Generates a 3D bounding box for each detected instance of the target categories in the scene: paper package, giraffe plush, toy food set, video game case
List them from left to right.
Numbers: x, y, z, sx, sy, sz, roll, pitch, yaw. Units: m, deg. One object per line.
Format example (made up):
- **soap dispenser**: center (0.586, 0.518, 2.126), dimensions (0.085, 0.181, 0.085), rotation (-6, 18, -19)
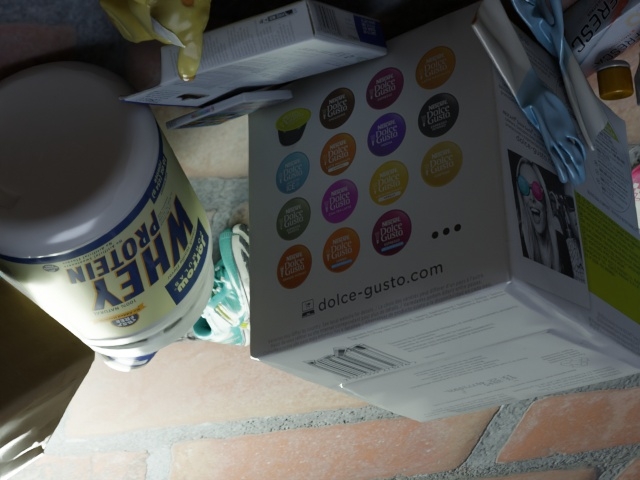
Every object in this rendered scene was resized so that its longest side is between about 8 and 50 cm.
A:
- **paper package**: center (-0.437, 0.120, 1.314), dimensions (0.168, 0.325, 0.309), rotation (-57, 172, 20)
- **giraffe plush**: center (-0.122, -0.275, 1.228), dimensions (0.170, 0.210, 0.181), rotation (-41, 146, -12)
- **video game case**: center (-0.104, -0.148, 1.491), dimensions (0.122, 0.011, 0.087), rotation (-16, 178, 37)
- **toy food set**: center (0.433, -0.222, 1.541), dimensions (0.232, 0.104, 0.111), rotation (-1, 170, -20)

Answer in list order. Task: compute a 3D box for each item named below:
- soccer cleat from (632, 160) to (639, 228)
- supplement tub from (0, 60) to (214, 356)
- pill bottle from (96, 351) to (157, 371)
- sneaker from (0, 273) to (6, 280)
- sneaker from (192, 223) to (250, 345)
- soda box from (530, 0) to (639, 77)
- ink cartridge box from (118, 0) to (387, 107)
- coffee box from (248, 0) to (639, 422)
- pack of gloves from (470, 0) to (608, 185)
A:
- **soccer cleat**: center (0.558, -0.073, 1.823), dimensions (0.331, 0.143, 0.116), rotation (-25, 147, 19)
- **supplement tub**: center (-0.257, -0.023, 1.489), dimensions (0.235, 0.235, 0.325), rotation (-16, 149, 4)
- **pill bottle**: center (-0.248, 0.105, 1.838), dimensions (0.094, 0.094, 0.169), rotation (6, 144, -29)
- **sneaker**: center (-0.419, 0.054, 1.633), dimensions (0.135, 0.150, 0.366), rotation (-31, 145, 28)
- **sneaker**: center (-0.132, 0.075, 1.836), dimensions (0.110, 0.107, 0.275), rotation (0, 147, -5)
- **soda box**: center (0.320, -0.244, 1.531), dimensions (0.063, 0.058, 0.183), rotation (18, 136, -42)
- **ink cartridge box**: center (-0.068, -0.191, 1.372), dimensions (0.224, 0.045, 0.223), rotation (-15, 178, 21)
- **coffee box**: center (0.147, -0.013, 1.518), dimensions (0.338, 0.334, 0.338), rotation (-19, 150, 34)
- **pack of gloves**: center (0.255, -0.185, 1.410), dimensions (0.046, 0.195, 0.232), rotation (-20, 115, 32)
